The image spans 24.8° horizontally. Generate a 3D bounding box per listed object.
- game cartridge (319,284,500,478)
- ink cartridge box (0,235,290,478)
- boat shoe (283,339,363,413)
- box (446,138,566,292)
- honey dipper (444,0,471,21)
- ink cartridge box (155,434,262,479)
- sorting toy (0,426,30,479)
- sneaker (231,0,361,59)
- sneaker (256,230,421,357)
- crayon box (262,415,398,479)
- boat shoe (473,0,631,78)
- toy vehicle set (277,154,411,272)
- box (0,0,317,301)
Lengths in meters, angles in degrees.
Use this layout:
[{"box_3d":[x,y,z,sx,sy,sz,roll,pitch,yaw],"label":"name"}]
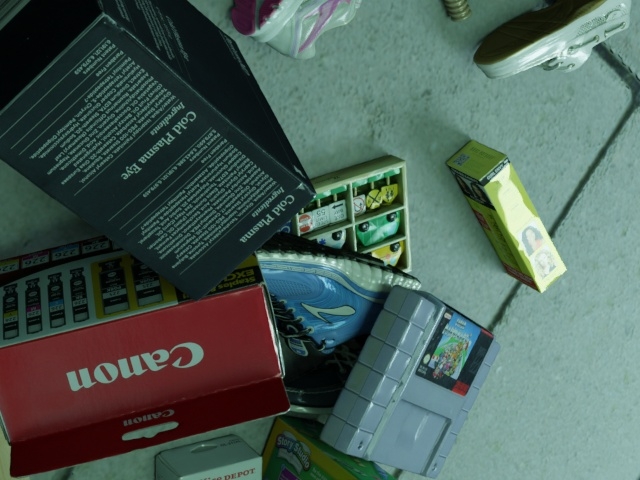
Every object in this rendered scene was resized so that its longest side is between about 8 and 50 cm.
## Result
[{"box_3d":[0.135,0.198,1.966,0.230,0.068,0.355,-60,153,0],"label":"game cartridge"},{"box_3d":[-0.205,0.102,1.585,0.309,0.272,0.130,-14,119,-5],"label":"ink cartridge box"},{"box_3d":[0.047,0.180,1.994,0.254,0.095,0.079,-7,113,-34],"label":"boat shoe"},{"box_3d":[0.265,-0.033,2.067,0.058,0.087,0.232,-42,127,-11],"label":"box"},{"box_3d":[0.158,-0.360,1.904,0.030,0.030,0.160,-37,123,-17],"label":"honey dipper"},{"box_3d":[-0.150,0.362,1.945,0.127,0.072,0.175,-10,113,-30],"label":"ink cartridge box"},{"box_3d":[-0.477,0.277,1.681,0.255,0.089,0.257,-21,118,-26],"label":"sorting toy"},{"box_3d":[0.006,-0.326,1.779,0.252,0.103,0.111,-49,131,-1],"label":"sneaker"},{"box_3d":[-0.018,0.076,1.844,0.330,0.130,0.147,17,96,-37],"label":"sneaker"},{"box_3d":[0.014,0.362,1.925,0.081,0.278,0.165,14,100,-37],"label":"crayon box"},{"box_3d":[0.333,-0.273,2.012,0.277,0.098,0.096,-30,121,-23],"label":"boat shoe"},{"box_3d":[0.000,0.000,1.931,0.267,0.035,0.166,-19,117,-27],"label":"toy vehicle set"},{"box_3d":[-0.207,-0.161,1.516,0.179,0.343,0.312,-42,128,12],"label":"box"}]
